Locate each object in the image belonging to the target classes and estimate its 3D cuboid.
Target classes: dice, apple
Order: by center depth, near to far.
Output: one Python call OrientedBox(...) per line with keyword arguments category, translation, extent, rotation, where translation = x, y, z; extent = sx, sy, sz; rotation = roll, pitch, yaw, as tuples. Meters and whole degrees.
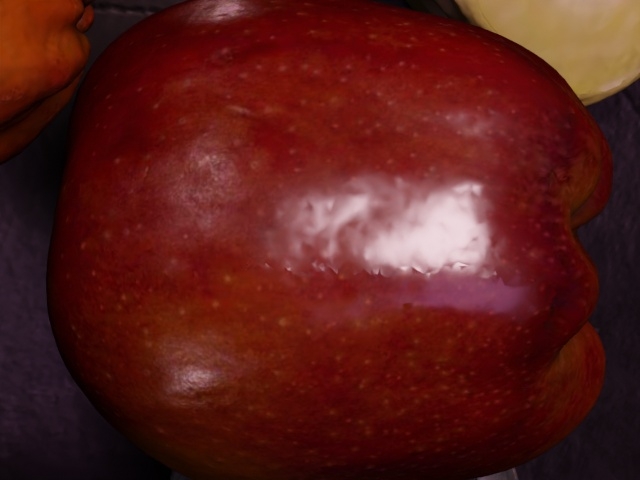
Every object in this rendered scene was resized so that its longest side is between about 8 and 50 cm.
OrientedBox(category="apple", translation=(0.000, 0.000, 1.045), extent=(0.317, 0.288, 0.288), rotation=(2, 117, 15))
OrientedBox(category="dice", translation=(0.132, -0.190, 1.150), extent=(0.169, 0.169, 0.166), rotation=(-39, 120, -1))

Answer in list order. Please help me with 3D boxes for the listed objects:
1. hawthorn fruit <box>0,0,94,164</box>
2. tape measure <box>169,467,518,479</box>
OrientedBox(category="hawthorn fruit", translation=(-0.239, -0.151, 1.005), extent=(0.261, 0.224, 0.224), rotation=(17, 107, -4))
OrientedBox(category="tape measure", translation=(0.030, 0.195, 1.229), extent=(0.147, 0.256, 0.275), rotation=(-15, 113, 35))
